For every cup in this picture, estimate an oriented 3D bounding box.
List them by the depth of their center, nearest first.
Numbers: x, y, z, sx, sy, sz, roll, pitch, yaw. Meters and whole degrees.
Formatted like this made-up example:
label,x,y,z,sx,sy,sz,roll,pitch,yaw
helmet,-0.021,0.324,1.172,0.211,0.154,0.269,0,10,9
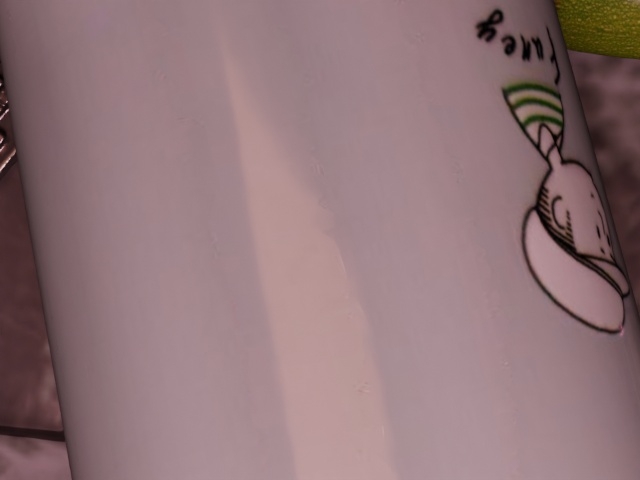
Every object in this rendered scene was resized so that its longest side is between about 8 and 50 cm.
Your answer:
label,x,y,z,sx,sy,sz,roll,pitch,yaw
cup,0.000,0.000,0.576,0.206,0.205,0.312,-14,82,10

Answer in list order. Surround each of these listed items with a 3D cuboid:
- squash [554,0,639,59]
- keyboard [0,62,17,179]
label,x,y,z,sx,sy,sz,roll,pitch,yaw
squash,0.191,-0.101,0.616,0.252,0.066,0.066,-1,85,12
keyboard,-0.204,-0.005,0.714,0.074,0.015,0.196,43,94,12
